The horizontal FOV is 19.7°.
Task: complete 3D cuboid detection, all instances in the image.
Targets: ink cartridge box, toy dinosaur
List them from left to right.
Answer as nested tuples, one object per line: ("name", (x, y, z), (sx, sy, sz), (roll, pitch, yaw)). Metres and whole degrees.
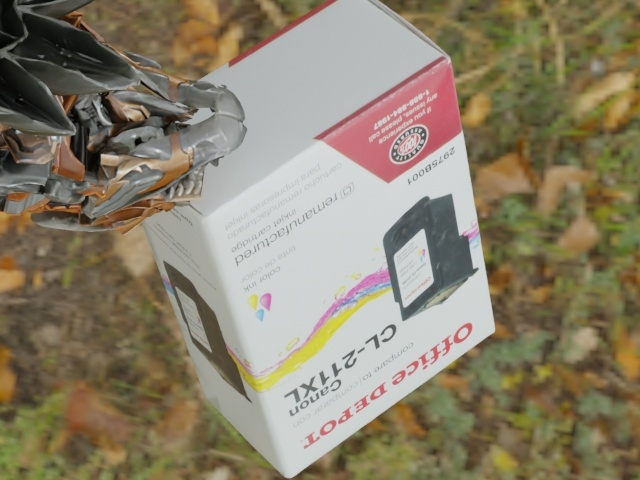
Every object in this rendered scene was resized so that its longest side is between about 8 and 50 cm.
("toy dinosaur", (-0.158, -0.066, 0.575), (0.322, 0.218, 0.164), (-10, 76, -42))
("ink cartridge box", (0.000, 0.000, 0.797), (0.127, 0.072, 0.175), (-34, 139, -18))
